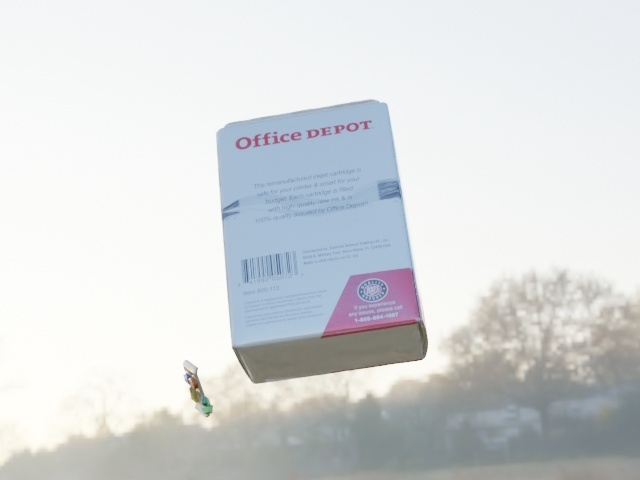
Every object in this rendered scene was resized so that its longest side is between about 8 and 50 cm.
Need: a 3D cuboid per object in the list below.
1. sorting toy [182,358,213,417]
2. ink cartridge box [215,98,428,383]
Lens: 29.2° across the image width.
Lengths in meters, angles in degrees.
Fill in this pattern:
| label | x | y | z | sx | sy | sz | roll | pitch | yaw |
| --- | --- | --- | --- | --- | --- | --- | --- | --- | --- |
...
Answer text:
| label | x | y | z | sx | sy | sz | roll | pitch | yaw |
| --- | --- | --- | --- | --- | --- | --- | --- | --- | --- |
| sorting toy | -0.144 | 0.176 | 1.437 | 0.012 | 0.062 | 0.083 | -17 | 12 | -19 |
| ink cartridge box | 0.000 | 0.000 | 1.391 | 0.207 | 0.283 | 0.117 | -9 | -28 | 4 |
